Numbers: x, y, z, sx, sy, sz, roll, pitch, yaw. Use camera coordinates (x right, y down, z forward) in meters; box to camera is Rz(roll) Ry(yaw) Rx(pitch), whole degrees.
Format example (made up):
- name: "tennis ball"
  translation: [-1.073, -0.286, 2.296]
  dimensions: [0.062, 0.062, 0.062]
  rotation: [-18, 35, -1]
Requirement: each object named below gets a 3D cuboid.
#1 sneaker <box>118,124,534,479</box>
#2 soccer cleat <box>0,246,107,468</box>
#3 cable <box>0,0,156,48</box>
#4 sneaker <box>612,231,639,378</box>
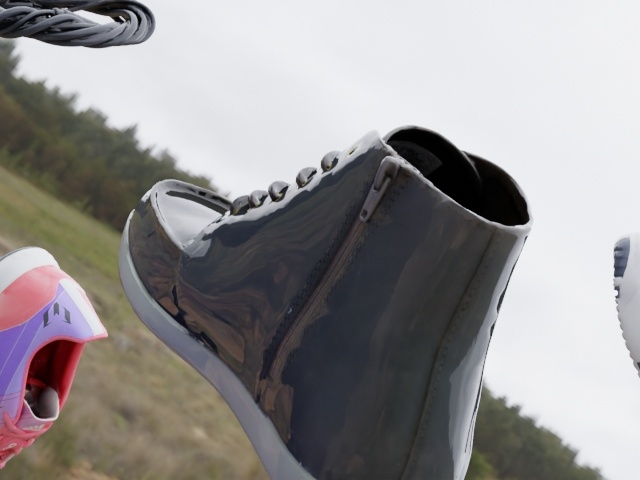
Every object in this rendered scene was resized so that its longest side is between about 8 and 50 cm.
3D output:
- name: "sneaker"
  translation: [0.000, 0.000, 0.458]
  dimensions: [0.083, 0.118, 0.222]
  rotation: [8, 20, -34]
- name: "soccer cleat"
  translation: [-0.301, 0.158, 1.139]
  dimensions: [0.116, 0.318, 0.109]
  rotation: [41, 23, 21]
- name: "cable"
  translation: [-0.240, -0.208, 1.127]
  dimensions: [0.184, 0.047, 0.150]
  rotation: [6, 20, -12]
- name: "sneaker"
  translation: [0.314, 0.088, 0.913]
  dimensions: [0.235, 0.153, 0.094]
  rotation: [71, 18, 2]
